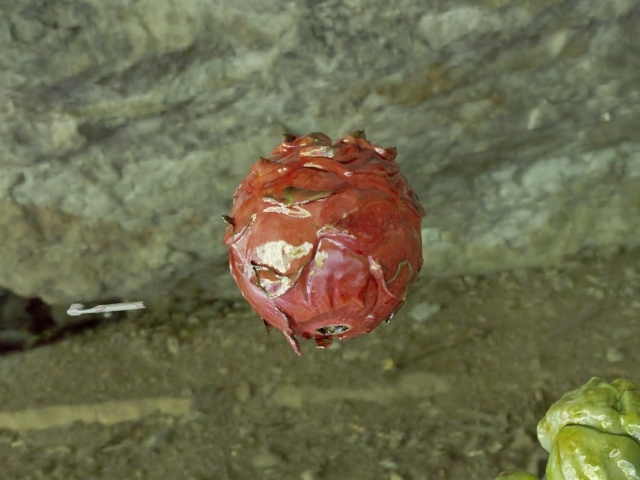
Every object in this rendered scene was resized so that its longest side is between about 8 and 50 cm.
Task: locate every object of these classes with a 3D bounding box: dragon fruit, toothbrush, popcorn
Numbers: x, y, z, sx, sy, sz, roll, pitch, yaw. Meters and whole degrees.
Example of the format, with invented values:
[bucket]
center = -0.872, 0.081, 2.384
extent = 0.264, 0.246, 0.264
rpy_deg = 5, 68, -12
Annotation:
[dragon fruit]
center = 0.005, -0.008, 1.127
extent = 0.241, 0.252, 0.241
rpy_deg = -27, -11, -6
[toothbrush]
center = -0.159, 0.049, 0.726
extent = 0.097, 0.008, 0.006
rpy_deg = -7, -37, 43
[popcorn]
center = 0.269, 0.227, 0.941
extent = 0.213, 0.197, 0.198
rpy_deg = -27, 4, 3
